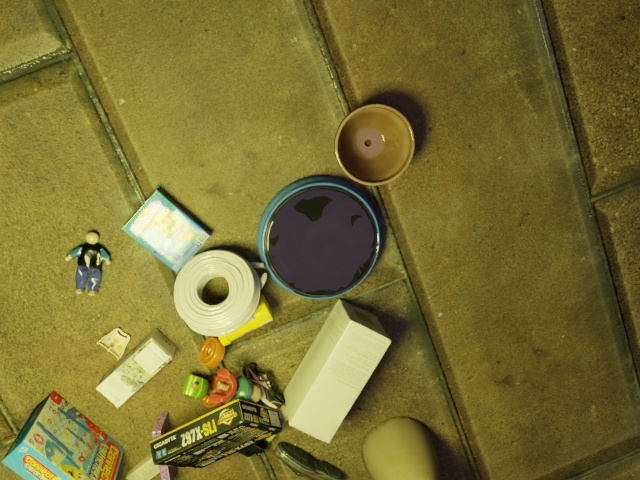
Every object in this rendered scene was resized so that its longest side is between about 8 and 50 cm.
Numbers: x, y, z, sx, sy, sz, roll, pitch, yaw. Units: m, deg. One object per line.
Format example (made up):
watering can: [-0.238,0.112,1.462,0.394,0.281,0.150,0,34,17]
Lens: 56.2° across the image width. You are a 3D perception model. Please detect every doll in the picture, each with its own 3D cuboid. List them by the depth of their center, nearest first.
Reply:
doll: [-0.691,0.066,1.782,0.129,0.046,0.189,11,102,-12]

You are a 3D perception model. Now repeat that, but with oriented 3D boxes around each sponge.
sponge: [-0.495,0.670,1.914,0.031,0.117,0.210,-7,104,-2]

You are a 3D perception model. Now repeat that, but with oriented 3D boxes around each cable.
cable: [-0.306,0.153,1.780,0.257,0.089,0.257,11,72,11]

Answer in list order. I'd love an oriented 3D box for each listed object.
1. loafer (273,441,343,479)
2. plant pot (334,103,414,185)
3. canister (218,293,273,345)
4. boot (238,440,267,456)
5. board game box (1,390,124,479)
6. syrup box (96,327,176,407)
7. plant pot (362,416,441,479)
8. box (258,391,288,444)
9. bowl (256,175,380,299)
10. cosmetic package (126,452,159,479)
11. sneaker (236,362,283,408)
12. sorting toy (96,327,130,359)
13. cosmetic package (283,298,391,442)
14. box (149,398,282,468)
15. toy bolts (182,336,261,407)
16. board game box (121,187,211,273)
loafer: [-0.051,0.774,2.021,0.267,0.096,0.084,32,103,-16]
plant pot: [0.153,-0.287,1.792,0.237,0.110,0.237,-2,103,-7]
canister: [-0.237,0.242,1.850,0.170,0.126,0.073,-27,109,-4]
boot: [-0.242,0.668,1.966,0.121,0.045,0.099,35,133,-20]
board game box: [-0.743,0.633,1.772,0.086,0.308,0.302,-43,106,1]
syrup box: [-0.567,0.393,1.851,0.237,0.096,0.093,-42,103,3]
plant pot: [0.292,0.761,1.973,0.256,0.274,0.256,-2,103,-8]
box: [-0.177,0.593,1.984,0.105,0.043,0.179,37,97,-14]
bowl: [0.000,0.000,1.854,0.391,0.077,0.391,-2,104,-8]
cosmetic package: [-0.571,0.750,1.962,0.115,0.041,0.060,-36,106,1]
sneaker: [-0.182,0.462,1.920,0.178,0.072,0.077,41,85,5]
sorting toy: [-0.631,0.311,1.853,0.083,0.045,0.075,43,87,-15]
cosmetic package: [0.043,0.404,1.885,0.156,0.217,0.385,27,99,-13]
box: [-0.315,0.600,1.839,0.322,0.257,0.079,-28,61,12]
toy bolts: [-0.282,0.428,1.864,0.158,0.228,0.218,29,75,-40]
board game box: [-0.457,-0.028,1.794,0.210,0.047,0.160,42,94,-15]
